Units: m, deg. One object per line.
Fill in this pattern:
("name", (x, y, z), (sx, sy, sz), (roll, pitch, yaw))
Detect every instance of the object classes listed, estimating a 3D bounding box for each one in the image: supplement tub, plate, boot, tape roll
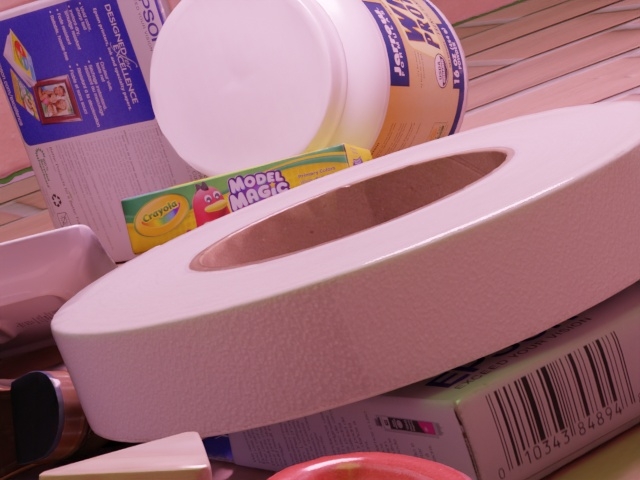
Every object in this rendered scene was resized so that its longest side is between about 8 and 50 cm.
("supplement tub", (-0.007, -0.156, 1.815), (0.228, 0.228, 0.316), (-13, -2, 26))
("plate", (-0.308, 0.069, 1.583), (0.278, 0.045, 0.277), (-15, -14, 0))
("boot", (-0.189, 0.129, 1.278), (0.106, 0.082, 0.219), (2, -7, -35))
("tape roll", (0.029, 0.012, 1.103), (0.392, 0.072, 0.392), (-19, 10, 3))

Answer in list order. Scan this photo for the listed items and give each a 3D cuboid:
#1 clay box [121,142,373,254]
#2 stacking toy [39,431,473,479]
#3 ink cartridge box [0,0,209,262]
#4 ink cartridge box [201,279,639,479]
("clay box", (-0.040, -0.037, 1.517), (0.222, 0.053, 0.127), (-15, -2, 10))
("stacking toy", (-0.096, 0.176, 0.706), (0.309, 0.130, 0.279), (-10, 6, -27))
("ink cartridge box", (-0.212, -0.127, 1.965), (0.307, 0.303, 0.072), (-7, 16, 44))
("ink cartridge box", (0.113, 0.053, 1.117), (0.324, 0.071, 0.330), (-25, 14, -31))
